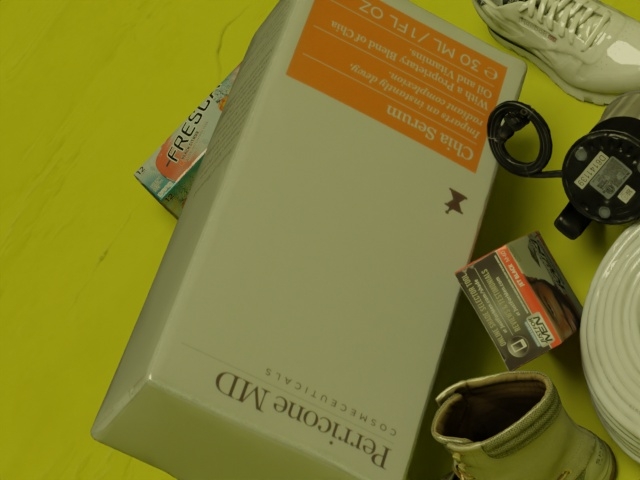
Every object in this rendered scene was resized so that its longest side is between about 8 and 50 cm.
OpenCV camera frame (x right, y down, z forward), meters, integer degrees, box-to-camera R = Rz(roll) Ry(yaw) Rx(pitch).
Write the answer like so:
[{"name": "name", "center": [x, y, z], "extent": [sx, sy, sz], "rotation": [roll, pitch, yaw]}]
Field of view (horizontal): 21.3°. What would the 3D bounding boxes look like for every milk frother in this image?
[{"name": "milk frother", "center": [0.233, -0.088, 1.479], "extent": [0.129, 0.143, 0.135], "rotation": [-33, 4, 29]}]

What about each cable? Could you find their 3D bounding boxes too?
[{"name": "cable", "center": [0.331, 0.076, 1.376], "extent": [0.257, 0.089, 0.257], "rotation": [15, 70, 37]}]

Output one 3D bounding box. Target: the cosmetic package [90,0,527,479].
[{"name": "cosmetic package", "center": [0.000, 0.000, 1.467], "extent": [0.161, 0.230, 0.453], "rotation": [-45, 23, 57]}]

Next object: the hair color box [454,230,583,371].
[{"name": "hair color box", "center": [0.171, 0.047, 1.417], "extent": [0.053, 0.167, 0.093], "rotation": [-31, 86, 17]}]

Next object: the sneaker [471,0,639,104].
[{"name": "sneaker", "center": [0.230, -0.204, 1.612], "extent": [0.235, 0.095, 0.090], "rotation": [29, 77, 38]}]

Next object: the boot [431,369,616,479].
[{"name": "boot", "center": [0.118, 0.187, 1.381], "extent": [0.213, 0.165, 0.077], "rotation": [-26, 51, 13]}]

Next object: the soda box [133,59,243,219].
[{"name": "soda box", "center": [-0.104, -0.105, 1.765], "extent": [0.183, 0.063, 0.058], "rotation": [-47, 49, -3]}]
